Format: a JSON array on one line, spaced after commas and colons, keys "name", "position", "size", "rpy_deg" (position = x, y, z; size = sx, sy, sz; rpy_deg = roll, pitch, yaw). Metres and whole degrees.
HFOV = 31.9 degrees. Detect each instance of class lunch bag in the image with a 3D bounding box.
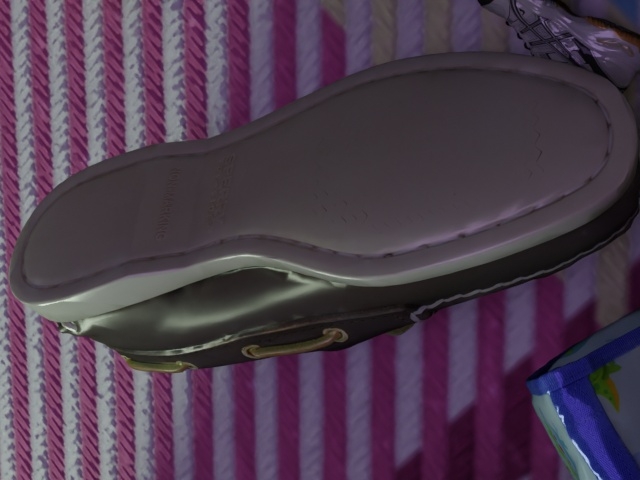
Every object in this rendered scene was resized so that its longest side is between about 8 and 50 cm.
[{"name": "lunch bag", "position": [0.143, 0.089, 0.426], "size": [0.096, 0.151, 0.129], "rpy_deg": [-34, 79, 31]}]

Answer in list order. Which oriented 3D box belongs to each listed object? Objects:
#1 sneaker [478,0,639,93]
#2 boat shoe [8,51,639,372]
[{"name": "sneaker", "position": [0.100, -0.088, 0.494], "size": [0.083, 0.032, 0.037], "rpy_deg": [32, 113, 24]}, {"name": "boat shoe", "position": [0.000, 0.000, 0.533], "size": [0.324, 0.097, 0.116], "rpy_deg": [-12, 51, 29]}]
